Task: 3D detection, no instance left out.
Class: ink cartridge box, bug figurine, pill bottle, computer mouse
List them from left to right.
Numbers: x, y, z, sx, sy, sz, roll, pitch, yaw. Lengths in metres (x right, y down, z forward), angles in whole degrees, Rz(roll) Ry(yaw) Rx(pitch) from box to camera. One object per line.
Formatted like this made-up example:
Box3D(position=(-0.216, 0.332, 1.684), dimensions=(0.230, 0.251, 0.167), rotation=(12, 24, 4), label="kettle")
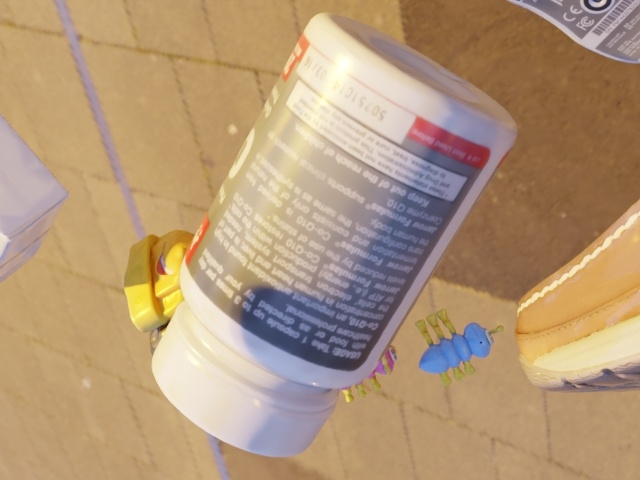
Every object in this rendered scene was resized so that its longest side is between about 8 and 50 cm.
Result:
Box3D(position=(-0.336, -0.044, 1.079), dimensions=(0.139, 0.082, 0.191), rotation=(50, 149, -2), label="ink cartridge box")
Box3D(position=(0.000, 0.000, 0.775), dimensions=(0.161, 0.161, 0.283), rotation=(36, 107, 18), label="pill bottle")
Box3D(position=(0.069, 0.065, 1.247), dimensions=(0.279, 0.216, 0.072), rotation=(61, 180, -7), label="bug figurine")
Box3D(position=(0.131, -0.163, 0.630), dimensions=(0.193, 0.042, 0.106), rotation=(24, 139, -17), label="computer mouse")

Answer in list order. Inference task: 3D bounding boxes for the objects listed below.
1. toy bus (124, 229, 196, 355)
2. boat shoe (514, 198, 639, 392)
Box3D(position=(-0.053, 0.052, 1.092), dimensions=(0.211, 0.149, 0.220), rotation=(-35, 127, 21), label="toy bus")
Box3D(position=(0.194, -0.037, 0.380), dimensions=(0.324, 0.123, 0.116), rotation=(-35, 59, 40), label="boat shoe")
